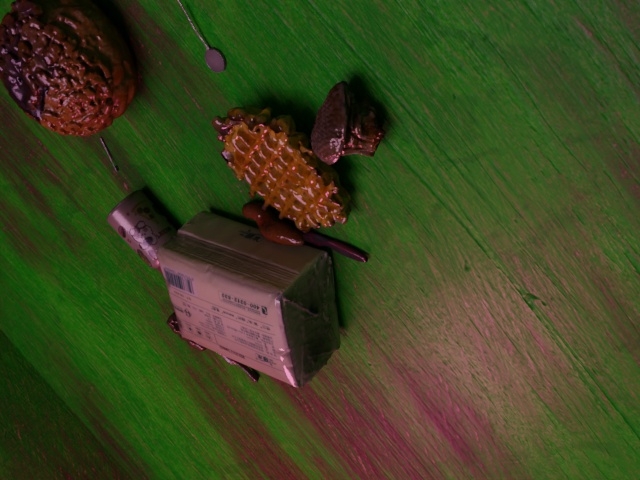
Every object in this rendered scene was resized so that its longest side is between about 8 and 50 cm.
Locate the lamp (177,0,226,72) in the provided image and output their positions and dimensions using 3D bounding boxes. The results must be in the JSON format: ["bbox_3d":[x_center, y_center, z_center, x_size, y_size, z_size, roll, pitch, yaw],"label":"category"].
[{"bbox_3d":[-0.250,-0.403,1.568,0.050,0.056,0.198,-10,120,46],"label":"lamp"}]

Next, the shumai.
[{"bbox_3d":[0.054,-0.195,1.426,0.116,0.146,0.145,7,149,-20],"label":"shumai"}]

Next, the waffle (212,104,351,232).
[{"bbox_3d":[-0.075,-0.143,1.596,0.329,0.062,0.329,31,152,18],"label":"waffle"}]

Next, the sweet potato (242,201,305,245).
[{"bbox_3d":[-0.105,-0.030,1.754,0.202,0.058,0.055,33,179,35],"label":"sweet potato"}]

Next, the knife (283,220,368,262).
[{"bbox_3d":[0.000,0.000,1.732,0.247,0.018,0.035,23,141,32],"label":"knife"}]

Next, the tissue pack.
[{"bbox_3d":[-0.157,0.131,1.848,0.380,0.207,0.297,19,134,32],"label":"tissue pack"}]

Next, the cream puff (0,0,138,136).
[{"bbox_3d":[-0.566,-0.372,1.759,0.342,0.231,0.327,11,135,39],"label":"cream puff"}]

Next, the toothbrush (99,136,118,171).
[{"bbox_3d":[-0.532,-0.217,2.060,0.006,0.008,0.097,3,125,42],"label":"toothbrush"}]

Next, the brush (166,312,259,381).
[{"bbox_3d":[-0.287,0.291,2.254,0.301,0.084,0.071,38,112,-2],"label":"brush"}]

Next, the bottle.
[{"bbox_3d":[-0.411,0.000,2.053,0.253,0.120,0.120,47,144,-2],"label":"bottle"}]
